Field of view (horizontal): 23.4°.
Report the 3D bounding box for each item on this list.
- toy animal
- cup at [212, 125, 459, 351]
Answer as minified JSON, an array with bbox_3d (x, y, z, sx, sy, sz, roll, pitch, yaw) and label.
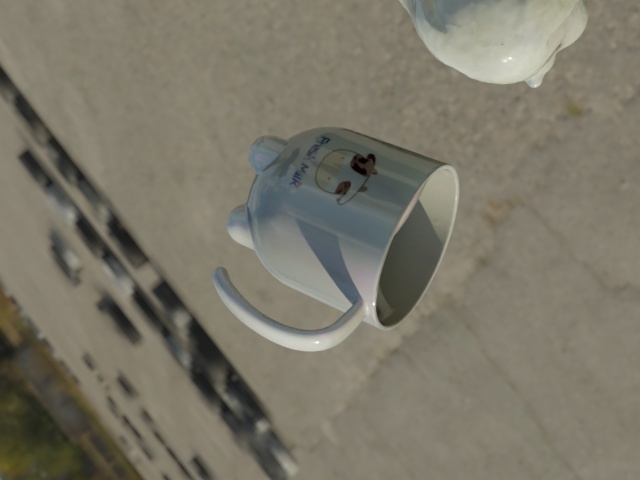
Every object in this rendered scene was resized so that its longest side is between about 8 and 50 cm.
[{"bbox_3d":[0.194,-0.298,1.581,0.174,0.249,0.289,40,-163,-42],"label":"toy animal"},{"bbox_3d":[0.005,-0.001,1.176,0.142,0.173,0.134,22,177,21],"label":"cup"}]
